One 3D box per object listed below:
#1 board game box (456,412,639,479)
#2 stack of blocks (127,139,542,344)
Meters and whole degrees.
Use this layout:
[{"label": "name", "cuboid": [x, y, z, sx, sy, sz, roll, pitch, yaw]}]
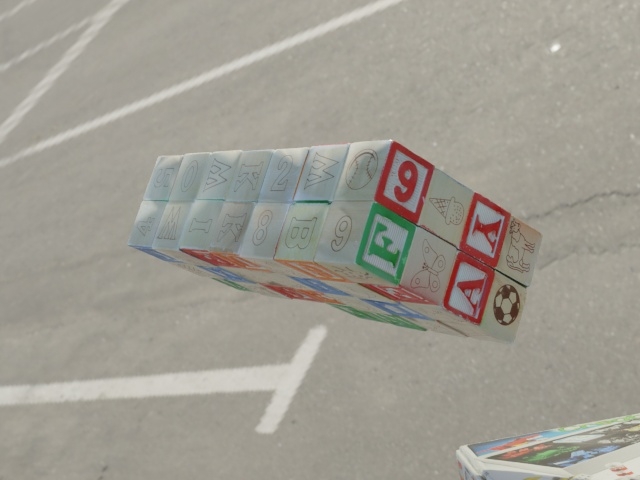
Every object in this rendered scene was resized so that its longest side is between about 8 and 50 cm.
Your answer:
[{"label": "board game box", "cuboid": [0.264, 0.162, 0.670, 0.305, 0.053, 0.193, -10, 1, -3]}, {"label": "stack of blocks", "cuboid": [0.000, 0.000, 0.764, 0.297, 0.171, 0.087, 4, 72, 50]}]
